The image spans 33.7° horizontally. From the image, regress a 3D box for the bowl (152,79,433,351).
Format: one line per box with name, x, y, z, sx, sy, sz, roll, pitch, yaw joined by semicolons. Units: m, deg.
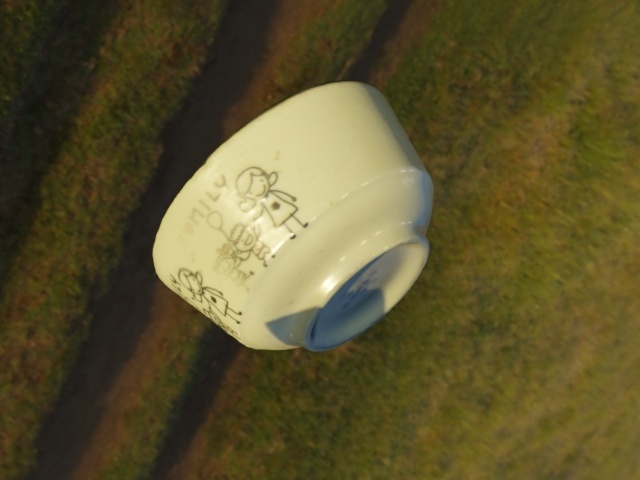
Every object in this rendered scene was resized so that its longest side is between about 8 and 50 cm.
bowl;0.000;0.000;0.837;0.237;0.126;0.238;-34;155;-18
